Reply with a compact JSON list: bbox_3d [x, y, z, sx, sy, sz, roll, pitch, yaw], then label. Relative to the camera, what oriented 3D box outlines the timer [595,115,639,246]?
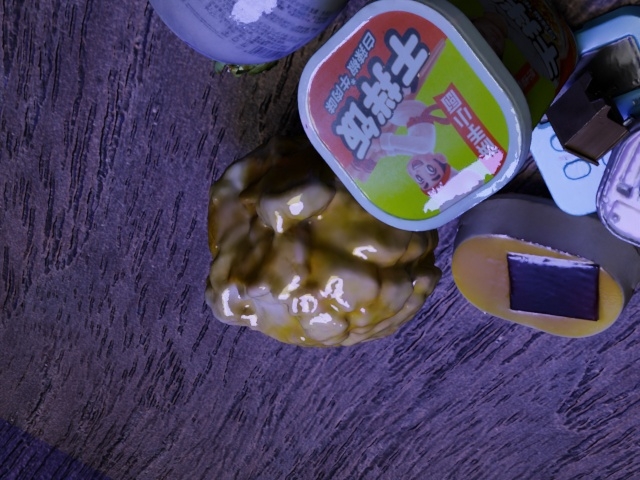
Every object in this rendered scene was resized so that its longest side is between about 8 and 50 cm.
[{"bbox_3d":[0.481,-0.065,1.235,0.208,0.069,0.191,23,124,18],"label":"timer"}]

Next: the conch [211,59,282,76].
[{"bbox_3d":[-0.112,-0.293,1.442,0.105,0.079,0.170,39,151,-4],"label":"conch"}]

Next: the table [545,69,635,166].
[{"bbox_3d":[0.358,-0.163,1.226,0.070,0.083,0.082,18,132,-31],"label":"table"}]

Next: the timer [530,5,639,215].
[{"bbox_3d":[0.393,-0.177,1.294,0.231,0.091,0.250,-20,116,38],"label":"timer"}]

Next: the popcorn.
[{"bbox_3d":[0.005,-0.002,1.408,0.344,0.390,0.354,-43,84,23],"label":"popcorn"}]

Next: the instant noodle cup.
[{"bbox_3d":[0.172,-0.208,1.182,0.293,0.308,0.294,18,127,26],"label":"instant noodle cup"}]

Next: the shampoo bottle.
[{"bbox_3d":[-0.077,-0.383,1.192,0.266,0.273,0.273,-32,112,32],"label":"shampoo bottle"}]

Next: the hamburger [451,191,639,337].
[{"bbox_3d":[0.352,0.030,1.460,0.295,0.151,0.227,20,138,16],"label":"hamburger"}]
